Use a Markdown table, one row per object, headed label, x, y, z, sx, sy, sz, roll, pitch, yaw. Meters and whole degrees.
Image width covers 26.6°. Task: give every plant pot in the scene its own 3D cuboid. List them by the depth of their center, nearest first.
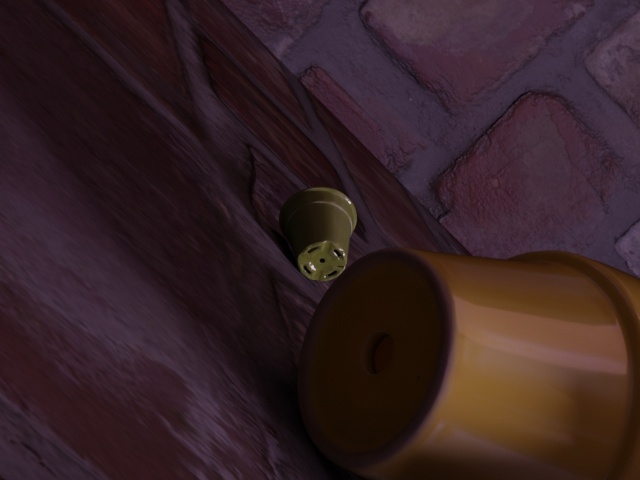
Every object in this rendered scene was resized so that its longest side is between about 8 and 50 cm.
| label | x | y | z | sx | sy | sz | roll | pitch | yaw |
| --- | --- | --- | --- | --- | --- | --- | --- | --- | --- |
| plant pot | 0.123 | 0.113 | 1.030 | 0.239 | 0.254 | 0.254 | 22 | 24 | -36 |
| plant pot | 0.000 | 0.000 | 1.410 | 0.083 | 0.083 | 0.079 | 42 | 23 | -29 |
